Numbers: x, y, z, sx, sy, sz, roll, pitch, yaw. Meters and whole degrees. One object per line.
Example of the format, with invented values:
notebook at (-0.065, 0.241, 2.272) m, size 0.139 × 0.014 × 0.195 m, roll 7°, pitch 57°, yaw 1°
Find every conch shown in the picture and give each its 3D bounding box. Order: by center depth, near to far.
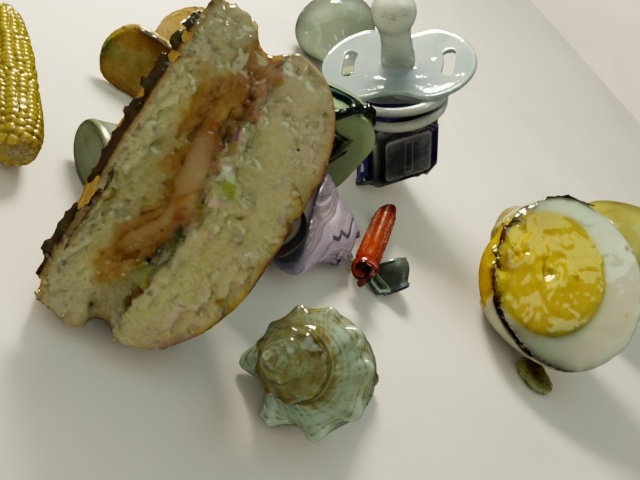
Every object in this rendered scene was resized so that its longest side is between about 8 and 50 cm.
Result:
conch at (-0.014, 0.189, 1.338) m, size 0.203 × 0.169 × 0.386 m, roll 26°, pitch -17°, yaw 21°

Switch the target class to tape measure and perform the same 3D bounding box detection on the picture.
tape measure at (-0.021, -0.195, 1.759) m, size 0.235 × 0.207 × 0.115 m, roll 20°, pitch 39°, yaw -35°

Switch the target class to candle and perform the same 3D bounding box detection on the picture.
candle at (0.097, 0.002, 1.762) m, size 0.048 × 0.051 × 0.329 m, roll 56°, pitch 21°, yaw -11°

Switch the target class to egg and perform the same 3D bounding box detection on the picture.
egg at (0.439, 0.094, 1.885) m, size 0.337 × 0.201 × 0.336 m, roll 3°, pitch 77°, yaw -11°

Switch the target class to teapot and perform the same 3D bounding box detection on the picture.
teapot at (0.121, 0.066, 1.729) m, size 0.088 × 0.066 × 0.057 m, roll -13°, pitch 76°, yaw -29°
teapot at (0.049, -0.415, 2.160) m, size 0.184 × 0.183 × 0.250 m, roll 12°, pitch 51°, yaw -39°

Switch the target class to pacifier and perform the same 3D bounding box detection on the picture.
pacifier at (0.142, -0.361, 1.845) m, size 0.300 × 0.233 × 0.244 m, roll 0°, pitch 43°, yaw 12°

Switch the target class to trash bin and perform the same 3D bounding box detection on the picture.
trash bin at (0.119, -0.234, 1.993) m, size 0.184 × 0.162 × 0.234 m, roll -17°, pitch 47°, yaw -13°

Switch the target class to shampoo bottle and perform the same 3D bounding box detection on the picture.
shampoo bottle at (-0.255, -0.119, 1.508) m, size 0.234 × 0.087 × 0.118 m, roll 4°, pitch 50°, yaw -46°

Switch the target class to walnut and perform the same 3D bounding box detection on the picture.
walnut at (-0.231, -0.337, 1.760) m, size 0.155 × 0.155 × 0.184 m, roll 37°, pitch 31°, yaw -8°

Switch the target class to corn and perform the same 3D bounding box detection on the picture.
corn at (-0.459, -0.235, 1.412) m, size 0.106 × 0.106 × 0.305 m, roll 12°, pitch 42°, yaw -40°

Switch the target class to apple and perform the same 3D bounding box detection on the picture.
apple at (0.656, 0.038, 2.187) m, size 0.262 × 0.262 × 0.262 m, roll 29°, pitch 33°, yaw -21°

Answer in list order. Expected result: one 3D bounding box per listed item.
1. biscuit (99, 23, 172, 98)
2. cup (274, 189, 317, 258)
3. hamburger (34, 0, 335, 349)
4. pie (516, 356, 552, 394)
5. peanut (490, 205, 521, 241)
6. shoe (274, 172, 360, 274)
biscuit at (-0.259, -0.274, 1.674) m, size 0.247 × 0.118 × 0.029 m, roll 31°, pitch 20°, yaw -18°
cup at (-0.082, -0.107, 1.573) m, size 0.203 × 0.203 × 0.288 m, roll 30°, pitch 31°, yaw -18°
hamburger at (-0.171, -0.079, 1.311) m, size 0.268 × 0.445 × 0.287 m, roll 29°, pitch 3°, yaw -16°
pie at (0.402, 0.253, 1.836) m, size 0.084 × 0.020 × 0.084 m, roll 28°, pitch 32°, yaw -20°
peanut at (0.446, 0.042, 2.061) m, size 0.137 × 0.122 × 0.253 m, roll -15°, pitch 65°, yaw -44°
shoe at (0.000, 0.000, 1.646) m, size 0.137 × 0.095 × 0.245 m, roll 49°, pitch 32°, yaw -19°
